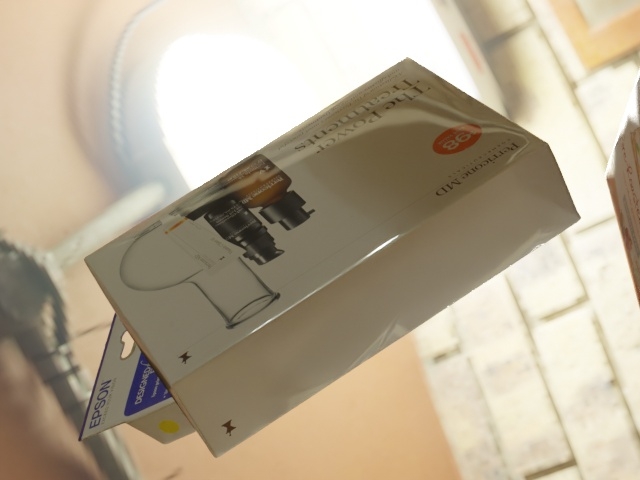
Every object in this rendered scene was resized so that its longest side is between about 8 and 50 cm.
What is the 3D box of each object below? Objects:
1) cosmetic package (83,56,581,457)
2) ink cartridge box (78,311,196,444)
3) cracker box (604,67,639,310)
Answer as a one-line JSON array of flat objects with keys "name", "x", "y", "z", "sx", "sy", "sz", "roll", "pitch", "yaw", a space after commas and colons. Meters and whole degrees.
[{"name": "cosmetic package", "x": 0.000, "y": 0.000, "z": 1.493, "sx": 0.284, "sy": 0.377, "sz": 0.097, "roll": 44, "pitch": 164, "yaw": 57}, {"name": "ink cartridge box", "x": -0.110, "y": 0.082, "z": 1.872, "sx": 0.072, "sy": 0.307, "sz": 0.303, "roll": 46, "pitch": -146, "yaw": -28}, {"name": "cracker box", "x": 0.293, "y": -0.045, "z": 1.340, "sx": 0.232, "sy": 0.067, "sz": 0.155, "roll": 92, "pitch": 170, "yaw": -63}]
